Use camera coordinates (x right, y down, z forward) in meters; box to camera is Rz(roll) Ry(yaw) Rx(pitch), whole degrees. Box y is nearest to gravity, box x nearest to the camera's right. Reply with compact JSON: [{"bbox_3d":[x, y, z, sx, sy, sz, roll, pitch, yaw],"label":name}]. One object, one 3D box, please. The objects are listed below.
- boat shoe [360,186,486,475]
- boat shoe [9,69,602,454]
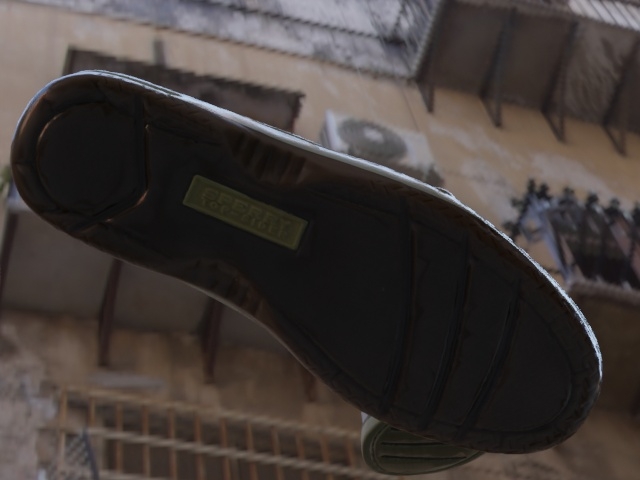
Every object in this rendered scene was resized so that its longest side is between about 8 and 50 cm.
[{"bbox_3d":[0.083,0.076,1.090,0.113,0.103,0.302,-3,-32,-7],"label":"boat shoe"},{"bbox_3d":[0.000,0.000,0.465,0.190,0.072,0.068,31,-83,-2],"label":"boat shoe"}]
